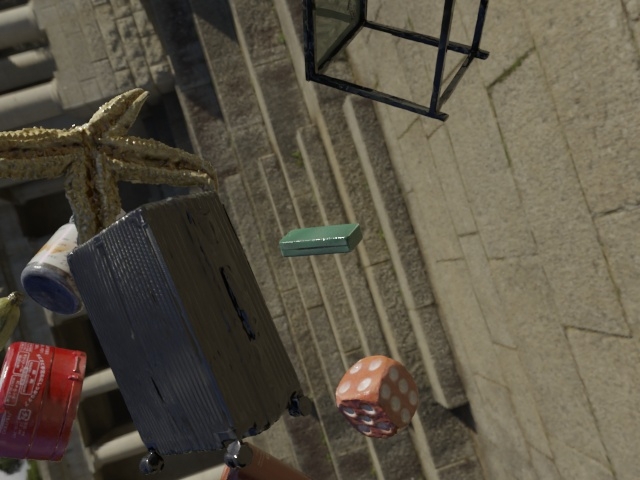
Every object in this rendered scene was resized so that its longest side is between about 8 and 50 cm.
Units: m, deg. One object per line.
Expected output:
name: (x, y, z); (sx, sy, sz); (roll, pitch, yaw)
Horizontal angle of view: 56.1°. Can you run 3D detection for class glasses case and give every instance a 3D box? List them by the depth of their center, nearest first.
glasses case: (0.000, 0.000, 1.367); (0.078, 0.184, 0.040); (-46, -55, -53)

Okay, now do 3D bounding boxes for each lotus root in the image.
lotus root: (-0.812, 0.207, 1.509); (0.090, 0.183, 0.077); (32, 180, 11)

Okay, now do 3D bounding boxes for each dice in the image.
dice: (0.166, 0.444, 1.721); (0.179, 0.174, 0.175); (-26, 109, 44)

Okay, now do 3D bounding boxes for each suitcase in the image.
suitcase: (-0.187, 0.123, 0.811); (0.152, 0.229, 0.335); (-24, -89, -50)

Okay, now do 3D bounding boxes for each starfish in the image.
starfish: (-0.388, -0.088, 1.019); (0.082, 0.432, 0.324); (-29, 98, 48)

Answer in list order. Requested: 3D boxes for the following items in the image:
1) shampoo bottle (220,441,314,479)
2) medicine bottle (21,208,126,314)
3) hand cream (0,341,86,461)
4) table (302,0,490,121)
shampoo bottle: (-0.037, 0.405, 0.930); (0.244, 0.085, 0.085); (35, 180, -8)
medicine bottle: (-0.594, 0.036, 1.492); (0.273, 0.165, 0.165); (-70, -25, -44)
hand cream: (-0.563, 0.317, 1.188); (0.230, 0.149, 0.230); (-41, 40, 47)
table: (0.139, -0.418, 0.971); (0.272, 0.222, 0.335); (23, 145, 20)
